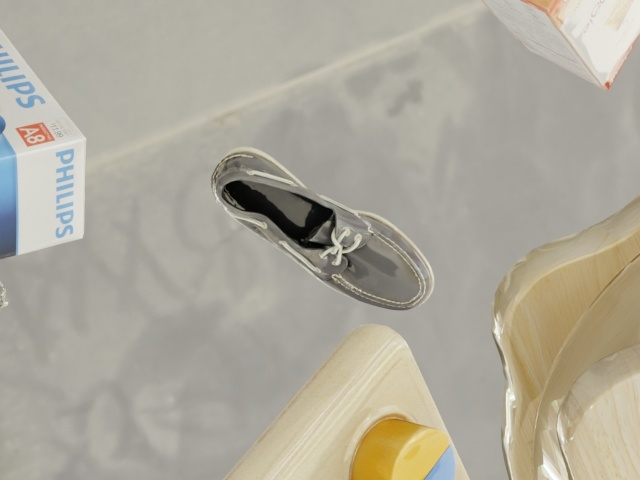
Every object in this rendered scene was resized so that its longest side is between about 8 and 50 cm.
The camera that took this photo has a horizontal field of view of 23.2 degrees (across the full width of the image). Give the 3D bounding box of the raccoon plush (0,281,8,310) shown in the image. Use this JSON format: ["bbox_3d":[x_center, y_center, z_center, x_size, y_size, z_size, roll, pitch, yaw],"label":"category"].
[{"bbox_3d":[-0.434,-0.085,1.600,0.216,0.299,0.446,-68,180,-60],"label":"raccoon plush"}]

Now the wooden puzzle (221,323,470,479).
[{"bbox_3d":[0.047,0.300,1.370,0.080,0.348,0.322,4,-138,46],"label":"wooden puzzle"}]

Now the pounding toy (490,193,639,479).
[{"bbox_3d":[0.158,0.118,0.534,0.154,0.269,0.155,-14,-146,-8],"label":"pounding toy"}]

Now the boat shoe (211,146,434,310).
[{"bbox_3d":[0.000,0.000,1.262,0.075,0.206,0.065,-55,-174,16],"label":"boat shoe"}]

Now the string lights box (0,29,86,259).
[{"bbox_3d":[-0.277,-0.033,0.874,0.260,0.076,0.133,-17,-136,-27],"label":"string lights box"}]

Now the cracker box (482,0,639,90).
[{"bbox_3d":[0.163,-0.186,0.903,0.155,0.067,0.232,-61,163,5],"label":"cracker box"}]
